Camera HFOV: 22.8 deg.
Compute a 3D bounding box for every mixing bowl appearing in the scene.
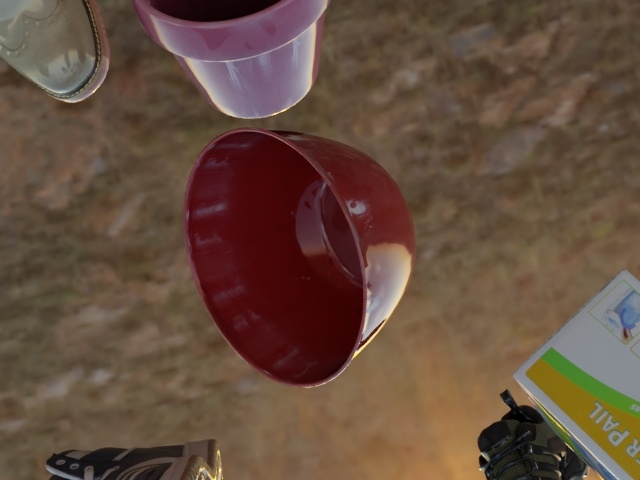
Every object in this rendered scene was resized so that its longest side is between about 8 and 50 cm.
[{"bbox_3d":[0.000,0.000,1.094,0.098,0.181,0.181,-20,172,-39],"label":"mixing bowl"}]

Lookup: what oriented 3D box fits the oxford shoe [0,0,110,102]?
[{"bbox_3d":[-0.387,-0.311,1.757,0.140,0.397,0.146,-44,167,17],"label":"oxford shoe"}]

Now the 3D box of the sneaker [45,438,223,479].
[{"bbox_3d":[-0.165,0.228,1.343,0.153,0.099,0.282,-5,180,0],"label":"sneaker"}]

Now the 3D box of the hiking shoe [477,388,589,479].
[{"bbox_3d":[0.184,0.228,1.467,0.086,0.114,0.227,-47,-173,23],"label":"hiking shoe"}]

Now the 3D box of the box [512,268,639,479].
[{"bbox_3d":[0.237,0.134,1.013,0.103,0.203,0.114,-43,147,-2],"label":"box"}]

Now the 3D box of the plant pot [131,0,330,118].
[{"bbox_3d":[-0.077,-0.225,1.573,0.201,0.201,0.180,-15,144,-1],"label":"plant pot"}]
